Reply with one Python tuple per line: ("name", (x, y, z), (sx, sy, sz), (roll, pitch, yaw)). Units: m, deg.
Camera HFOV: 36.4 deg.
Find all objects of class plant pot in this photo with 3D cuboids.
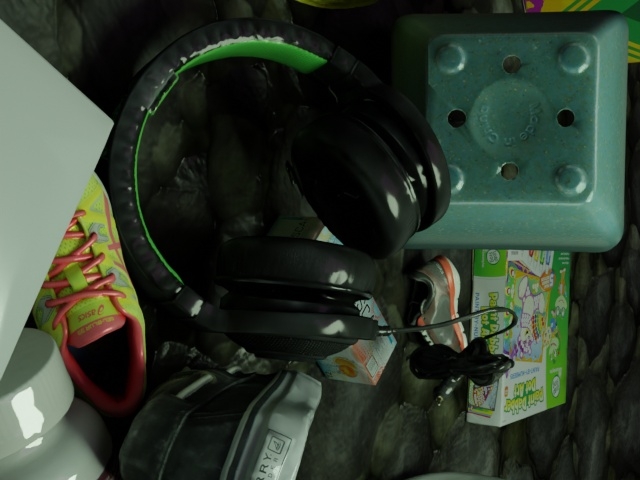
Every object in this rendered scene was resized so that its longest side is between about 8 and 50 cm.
("plant pot", (0.181, -0.107, 0.939), (0.252, 0.247, 0.248), (-18, 108, -81))

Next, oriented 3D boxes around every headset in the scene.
("headset", (0.000, 0.000, 0.794), (0.394, 0.185, 0.243), (37, 72, -16))

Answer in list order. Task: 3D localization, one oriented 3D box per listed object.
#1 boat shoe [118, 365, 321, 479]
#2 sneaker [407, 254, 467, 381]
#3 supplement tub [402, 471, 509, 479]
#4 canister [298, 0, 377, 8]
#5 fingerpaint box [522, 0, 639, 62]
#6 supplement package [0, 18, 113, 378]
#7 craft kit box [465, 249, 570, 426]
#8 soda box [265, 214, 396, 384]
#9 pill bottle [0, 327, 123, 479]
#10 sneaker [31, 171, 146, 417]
("boat shoe", (-0.071, 0.135, 0.711), (0.335, 0.119, 0.121), (106, 7, -79))
("sneaker", (0.127, 0.097, 1.136), (0.064, 0.061, 0.158), (-16, 106, -27))
("supplement tub", (0.151, 0.430, 1.052), (0.193, 0.193, 0.316), (-14, 103, -55))
("canister", (0.002, -0.310, 0.890), (0.126, 0.073, 0.170), (-2, 92, -58))
("fingerpaint box", (0.551, -0.425, 1.441), (0.445, 0.371, 0.163), (-50, 130, -44))
("supplement package", (-0.260, -0.043, 0.445), (0.262, 0.145, 0.204), (46, 55, -48))
("craft kit box", (0.281, 0.118, 1.358), (0.250, 0.061, 0.247), (0, 95, -56))
("soda box", (0.008, 0.059, 0.928), (0.058, 0.063, 0.183), (-59, 137, -34))
("pill bottle", (-0.177, 0.173, 0.604), (0.121, 0.121, 0.221), (-41, 125, -48))
("sneaker", (-0.156, 0.026, 0.632), (0.081, 0.094, 0.209), (-25, 117, -15))
